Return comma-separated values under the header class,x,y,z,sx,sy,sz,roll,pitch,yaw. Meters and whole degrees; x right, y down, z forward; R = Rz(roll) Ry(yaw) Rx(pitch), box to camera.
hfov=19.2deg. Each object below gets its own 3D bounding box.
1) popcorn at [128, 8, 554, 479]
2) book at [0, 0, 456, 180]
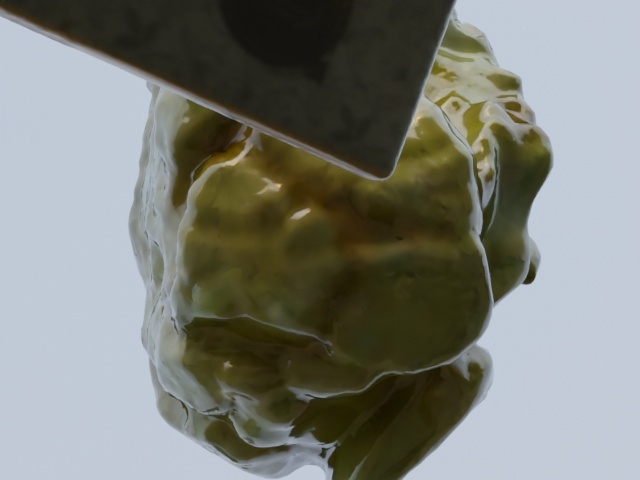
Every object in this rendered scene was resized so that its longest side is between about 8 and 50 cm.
class,x,y,z,sx,sy,sz,roll,pitch,yaw
popcorn,-0.009,-0.009,1.145,0.293,0.334,0.292,45,-71,0
book,-0.093,-0.211,0.605,0.389,0.032,0.269,22,-95,-23
